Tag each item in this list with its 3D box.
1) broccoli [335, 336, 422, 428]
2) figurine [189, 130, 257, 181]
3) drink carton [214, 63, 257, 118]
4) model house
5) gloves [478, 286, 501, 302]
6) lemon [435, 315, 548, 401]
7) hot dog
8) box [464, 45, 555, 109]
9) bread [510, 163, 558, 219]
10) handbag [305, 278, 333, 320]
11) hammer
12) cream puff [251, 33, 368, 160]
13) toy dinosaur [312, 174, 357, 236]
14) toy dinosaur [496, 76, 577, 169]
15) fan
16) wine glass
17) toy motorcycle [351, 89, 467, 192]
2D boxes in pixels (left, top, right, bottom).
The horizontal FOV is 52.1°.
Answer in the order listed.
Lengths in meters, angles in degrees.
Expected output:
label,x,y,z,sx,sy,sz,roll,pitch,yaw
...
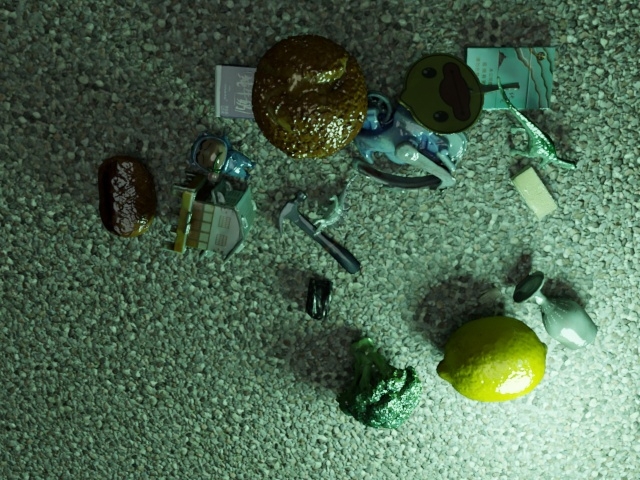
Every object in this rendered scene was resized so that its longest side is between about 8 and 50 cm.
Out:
label,x,y,z,sx,sy,sz,roll,pitch,yaw
broccoli,0.160,0.422,1.910,0.270,0.270,0.270,-25,73,8
figurine,-0.261,-0.216,1.756,0.178,0.144,0.114,22,110,-18
drink carton,-0.162,-0.389,1.718,0.222,0.102,0.134,3,105,-2
model house,-0.291,-0.062,1.756,0.215,0.224,0.198,11,107,-2
gloves,0.497,0.157,1.915,0.081,0.037,0.044,-40,67,17
lemon,0.486,0.338,1.860,0.319,0.245,0.245,-13,107,9
hot dog,-0.539,-0.125,1.804,0.160,0.099,0.227,4,106,-1
box,0.493,-0.428,1.724,0.229,0.041,0.162,0,107,1
bread,0.595,-0.133,1.823,0.068,0.028,0.154,-36,104,11
handbag,0.004,0.184,1.873,0.072,0.139,0.115,7,107,-10
hammer,0.000,0.000,1.868,0.290,0.037,0.137,42,103,-11
cream puff,-0.029,-0.342,1.575,0.303,0.212,0.303,1,104,2
toy dinosaur,0.046,-0.095,1.824,0.082,0.039,0.209,31,92,-27
toy dinosaur,0.531,-0.279,1.731,0.383,0.129,0.076,30,67,-29
fan,0.353,-0.380,1.667,0.335,0.011,0.230,-9,76,-12
wine glass,0.677,0.206,1.879,0.241,0.126,0.126,39,104,-9
toy motorcycle,0.213,-0.237,1.713,0.319,0.182,0.241,23,105,0
